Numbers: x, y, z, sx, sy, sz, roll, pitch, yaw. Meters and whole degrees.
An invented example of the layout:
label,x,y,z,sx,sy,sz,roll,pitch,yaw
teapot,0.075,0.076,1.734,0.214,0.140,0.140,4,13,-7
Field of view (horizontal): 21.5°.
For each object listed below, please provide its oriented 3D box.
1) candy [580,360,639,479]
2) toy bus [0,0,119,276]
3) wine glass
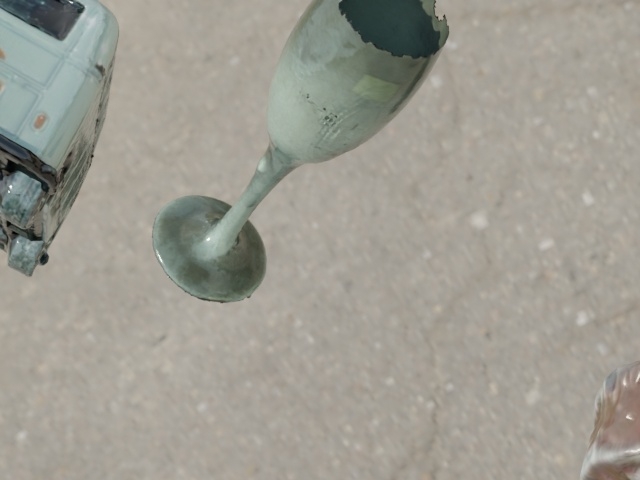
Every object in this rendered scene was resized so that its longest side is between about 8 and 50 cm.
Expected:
label,x,y,z,sx,sy,sz,roll,pitch,yaw
candy,0.389,0.199,1.585,0.290,0.214,0.157,14,65,-9
toy bus,-0.128,-0.049,0.668,0.089,0.087,0.194,-62,3,-14
wine glass,0.000,0.000,1.161,0.309,0.096,0.264,-49,47,47
